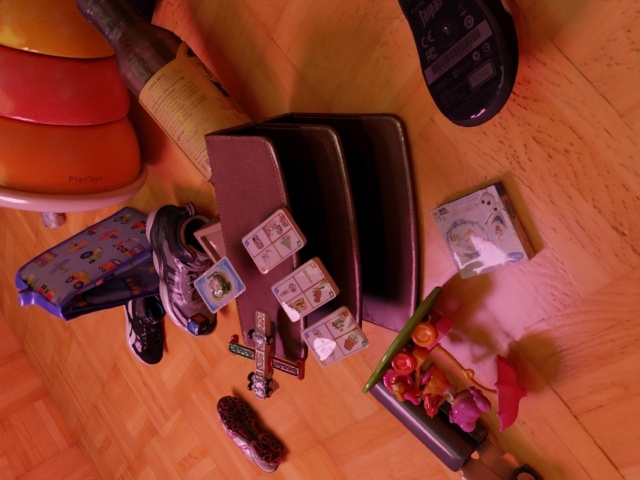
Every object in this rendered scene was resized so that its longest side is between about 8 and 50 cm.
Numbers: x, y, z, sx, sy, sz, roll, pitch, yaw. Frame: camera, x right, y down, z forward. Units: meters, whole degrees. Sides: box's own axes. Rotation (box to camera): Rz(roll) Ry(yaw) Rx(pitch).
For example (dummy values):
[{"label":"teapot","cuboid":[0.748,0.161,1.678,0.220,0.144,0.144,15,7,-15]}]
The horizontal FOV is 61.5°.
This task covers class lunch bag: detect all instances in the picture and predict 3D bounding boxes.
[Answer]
[{"label":"lunch bag","cuboid":[-0.449,0.056,1.075,0.221,0.293,0.138,19,122,39]},{"label":"lunch bag","cuboid":[-0.749,-0.073,1.505,0.083,0.053,0.071,7,113,54]}]

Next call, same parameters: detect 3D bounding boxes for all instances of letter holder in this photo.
[{"label":"letter holder","cuboid":[0.000,0.000,0.693,0.214,0.152,0.301,12,118,40]}]

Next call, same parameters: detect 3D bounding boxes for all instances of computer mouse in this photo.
[{"label":"computer mouse","cuboid":[0.144,-0.249,0.489,0.184,0.060,0.262,-39,69,53]}]

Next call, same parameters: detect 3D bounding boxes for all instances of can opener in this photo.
[{"label":"can opener","cuboid":[0.176,0.273,0.706,0.280,0.074,0.093,42,135,23]}]

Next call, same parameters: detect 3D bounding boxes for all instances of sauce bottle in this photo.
[{"label":"sauce bottle","cuboid":[-0.210,-0.223,0.778,0.344,0.111,0.111,50,139,-5]}]

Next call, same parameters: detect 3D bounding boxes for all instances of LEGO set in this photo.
[{"label":"LEGO set","cuboid":[-0.066,0.093,0.673,0.244,0.060,0.182,-36,84,34]}]

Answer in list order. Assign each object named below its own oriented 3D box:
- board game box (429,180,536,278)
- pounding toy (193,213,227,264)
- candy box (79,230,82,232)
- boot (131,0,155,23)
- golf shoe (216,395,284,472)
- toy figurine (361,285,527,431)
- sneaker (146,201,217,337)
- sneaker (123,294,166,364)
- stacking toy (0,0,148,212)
[{"label":"board game box","cuboid":[0.178,-0.009,0.600,0.090,0.020,0.090,-23,92,49]},{"label":"pounding toy","cuboid":[-0.130,-0.009,0.878,0.141,0.100,0.130,-15,113,51]},{"label":"candy box","cuboid":[-0.549,0.043,1.375,0.206,0.027,0.105,15,117,40]},{"label":"boot","cuboid":[-0.244,-0.419,0.770,0.207,0.094,0.246,25,120,41]},{"label":"golf shoe","cuboid":[-0.157,0.410,1.126,0.186,0.067,0.086,43,137,22]},{"label":"toy figurine","cuboid":[0.155,0.169,0.641,0.159,0.130,0.173,37,116,15]},{"label":"sneaker","cuboid":[-0.233,0.058,0.996,0.153,0.101,0.268,-7,102,50]},{"label":"sneaker","cuboid":[-0.403,0.204,1.266,0.121,0.079,0.216,3,110,47]},{"label":"stacking toy","cuboid":[-0.445,-0.316,0.899,0.351,0.351,0.479,33,119,31]}]
